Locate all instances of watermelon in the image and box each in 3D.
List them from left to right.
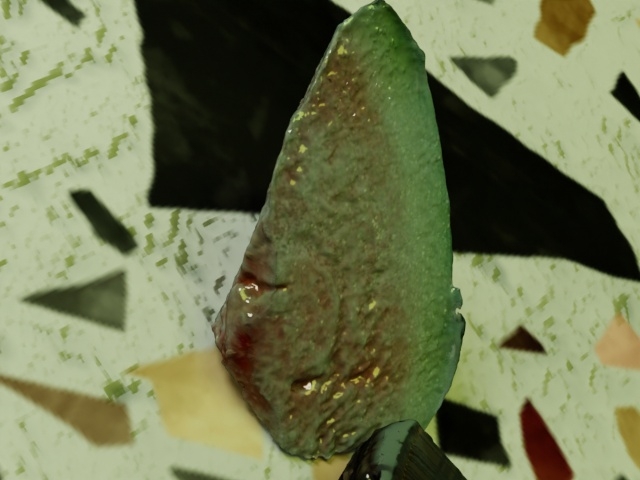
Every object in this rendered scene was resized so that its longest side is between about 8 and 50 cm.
[{"bbox_3d":[0.005,-0.004,0.625,0.094,0.081,0.180,-4,100,-60],"label":"watermelon"}]

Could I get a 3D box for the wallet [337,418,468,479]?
[{"bbox_3d":[0.114,0.206,0.559,0.317,0.044,0.169,49,15,-2],"label":"wallet"}]
